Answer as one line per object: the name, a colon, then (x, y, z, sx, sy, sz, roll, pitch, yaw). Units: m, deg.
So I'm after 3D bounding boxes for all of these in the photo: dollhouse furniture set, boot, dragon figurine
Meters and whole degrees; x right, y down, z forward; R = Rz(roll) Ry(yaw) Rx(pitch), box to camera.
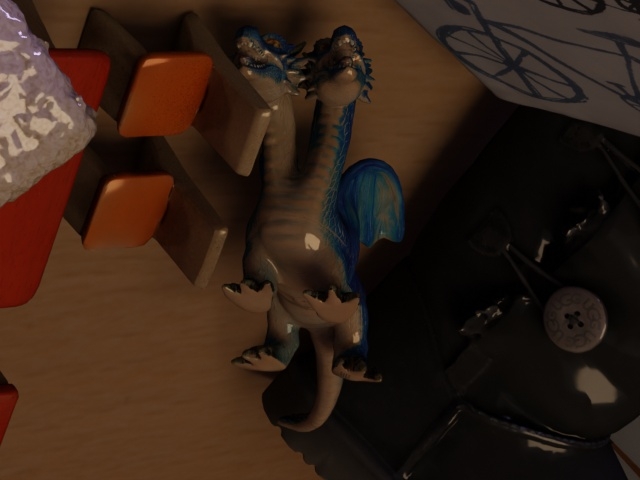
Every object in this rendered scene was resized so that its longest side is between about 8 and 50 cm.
dollhouse furniture set: (-0.171, 0.016, 0.800, 0.262, 0.135, 0.259, -4, 131, -37)
boot: (0.234, 0.059, 1.012, 0.445, 0.367, 0.146, -48, -178, 16)
dragon figurine: (0.000, 0.000, 0.939, 0.085, 0.144, 0.289, 4, 149, 12)

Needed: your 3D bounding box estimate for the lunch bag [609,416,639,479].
lunch bag: (0.390, 0.105, 1.288, 0.385, 0.239, 0.328, -37, 145, -29)

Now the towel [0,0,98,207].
towel: (-0.229, -0.097, 0.611, 0.187, 0.049, 0.282, -36, 113, -3)

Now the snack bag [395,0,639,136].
snack bag: (0.113, -0.121, 0.757, 0.342, 0.323, 0.037, 33, 82, -44)
